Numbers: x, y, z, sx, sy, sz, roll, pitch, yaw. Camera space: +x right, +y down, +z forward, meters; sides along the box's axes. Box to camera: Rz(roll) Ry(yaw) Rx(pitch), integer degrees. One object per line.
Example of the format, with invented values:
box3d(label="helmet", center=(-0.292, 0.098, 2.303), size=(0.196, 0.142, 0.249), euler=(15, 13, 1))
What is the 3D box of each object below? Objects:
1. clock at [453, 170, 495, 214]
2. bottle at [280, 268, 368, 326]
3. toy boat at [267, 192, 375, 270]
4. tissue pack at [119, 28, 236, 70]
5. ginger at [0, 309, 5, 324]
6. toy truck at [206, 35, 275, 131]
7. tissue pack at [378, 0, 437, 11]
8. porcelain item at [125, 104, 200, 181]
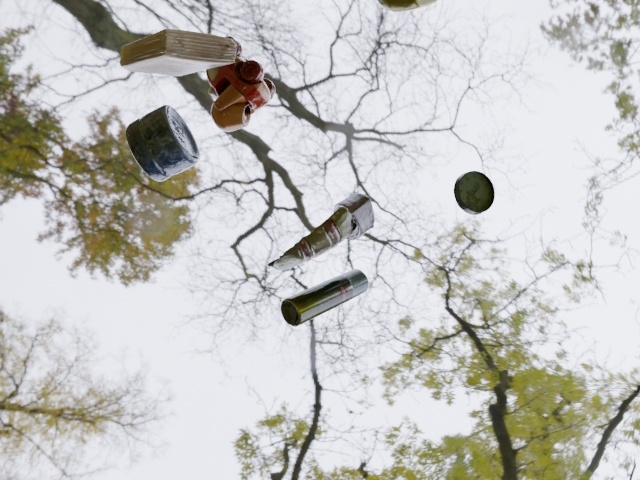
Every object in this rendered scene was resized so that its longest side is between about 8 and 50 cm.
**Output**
box3d(label="clock", center=(0.291, -0.091, 1.008), size=(0.017, 0.085, 0.085), euler=(156, -57, -68))
box3d(label="bottle", center=(0.018, 0.157, 1.513), size=(0.082, 0.286, 0.082), euler=(20, -61, 41))
box3d(label="toy boat", center=(0.026, -0.020, 1.431), size=(0.111, 0.293, 0.276), euler=(54, -28, 6))
box3d(label="tissue pack", center=(-0.348, -0.443, 1.273), size=(0.325, 0.170, 0.071), euler=(16, -74, 53))
box3d(label="ginger", center=(-0.659, 0.170, 0.915), size=(0.166, 0.333, 0.080), euler=(-16, -90, 17))
box3d(label="toy truck", center=(-0.295, -0.503, 1.769), size=(0.239, 0.189, 0.265), euler=(-42, -105, 2))
box3d(label="tissue pack", center=(0.175, -0.576, 1.114), size=(0.127, 0.123, 0.178), euler=(24, -49, 45))
box3d(label="porcelain item", center=(-0.354, -0.215, 1.198), size=(0.114, 0.147, 0.147), euler=(-27, -117, 7))
